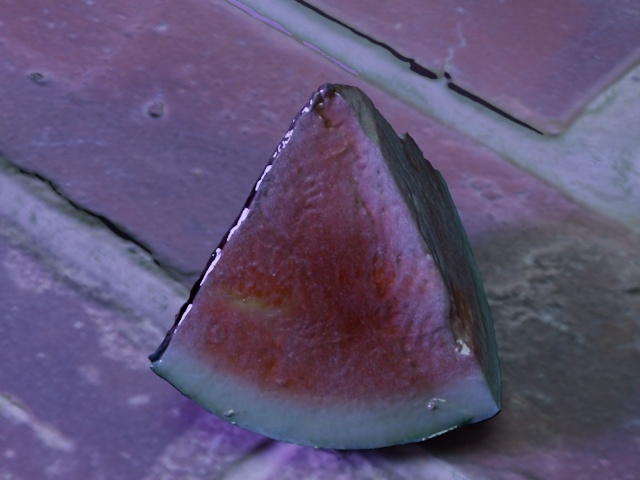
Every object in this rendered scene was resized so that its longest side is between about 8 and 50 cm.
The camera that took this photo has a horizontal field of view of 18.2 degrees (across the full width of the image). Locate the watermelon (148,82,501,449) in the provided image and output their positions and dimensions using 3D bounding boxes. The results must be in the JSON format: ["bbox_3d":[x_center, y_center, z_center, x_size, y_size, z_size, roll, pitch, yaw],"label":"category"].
[{"bbox_3d":[-0.003,0.011,1.116,0.207,0.202,0.136,-10,9,-13],"label":"watermelon"}]
